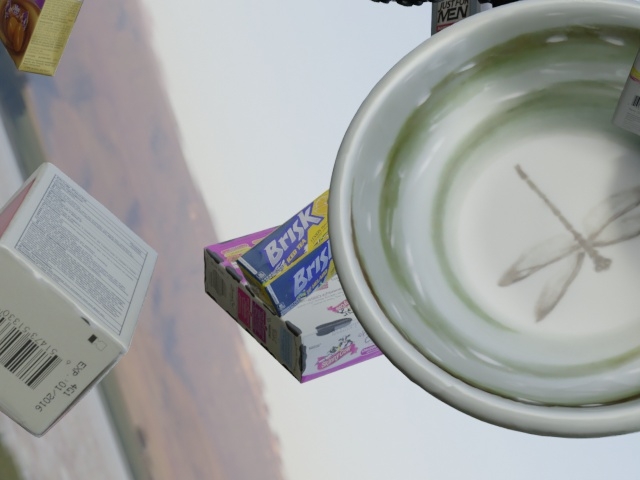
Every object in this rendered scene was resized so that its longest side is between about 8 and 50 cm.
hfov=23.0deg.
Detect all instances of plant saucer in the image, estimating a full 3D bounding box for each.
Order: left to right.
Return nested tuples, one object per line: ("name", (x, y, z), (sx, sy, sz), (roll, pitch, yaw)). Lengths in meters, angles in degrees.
("plant saucer", (0.208, -0.014, 1.301), (0.100, 0.400, 0.400), (75, -9, -62))

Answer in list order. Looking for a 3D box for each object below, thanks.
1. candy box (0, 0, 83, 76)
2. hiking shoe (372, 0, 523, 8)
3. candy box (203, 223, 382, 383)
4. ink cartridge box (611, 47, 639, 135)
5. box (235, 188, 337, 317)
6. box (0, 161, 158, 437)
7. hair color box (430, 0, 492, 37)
("candy box", (-0.320, -0.301, 1.845), (0.109, 0.053, 0.187), (52, -56, 44))
("hiking shoe", (0.132, -0.347, 1.821), (0.113, 0.304, 0.132), (101, -5, -71))
("candy box", (-0.017, 0.066, 1.889), (0.233, 0.159, 0.071), (39, -43, 48))
("ink cartridge box", (0.299, -0.141, 1.213), (0.181, 0.104, 0.062), (97, 17, -62))
("box", (0.000, 0.000, 1.606), (0.059, 0.169, 0.054), (40, -17, 43))
("box", (-0.256, 0.049, 1.455), (0.148, 0.127, 0.232), (41, 16, -13))
("hair color box", (0.247, -0.140, 2.079), (0.113, 0.185, 0.374), (1, -91, 60))
